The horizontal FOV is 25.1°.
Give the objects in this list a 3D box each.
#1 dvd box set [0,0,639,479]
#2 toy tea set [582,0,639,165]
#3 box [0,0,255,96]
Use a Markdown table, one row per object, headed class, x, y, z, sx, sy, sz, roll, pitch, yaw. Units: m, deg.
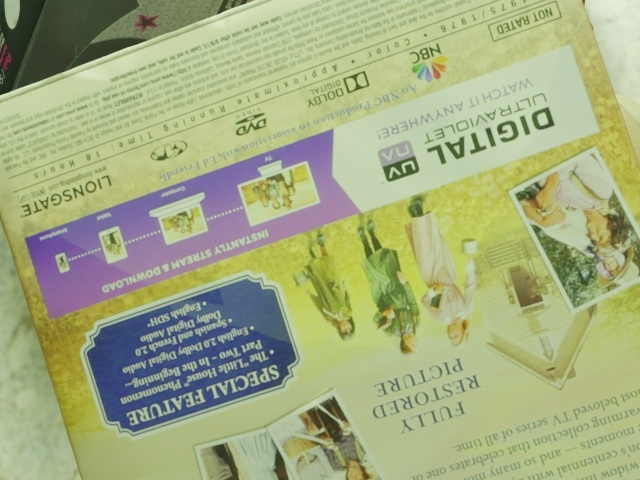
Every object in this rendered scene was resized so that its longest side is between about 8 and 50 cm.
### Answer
| class | x | y | z | sx | sy | sz | roll | pitch | yaw |
| --- | --- | --- | --- | --- | --- | --- | --- | --- | --- |
| dvd box set | 0.034 | 0.084 | 0.696 | 0.308 | 0.062 | 0.420 | -20 | 85 | 10 |
| toy tea set | 0.168 | -0.072 | 0.807 | 0.200 | 0.124 | 0.336 | -2 | 65 | -3 |
| box | -0.114 | -0.170 | 0.879 | 0.247 | 0.163 | 0.142 | -53 | 48 | 47 |
